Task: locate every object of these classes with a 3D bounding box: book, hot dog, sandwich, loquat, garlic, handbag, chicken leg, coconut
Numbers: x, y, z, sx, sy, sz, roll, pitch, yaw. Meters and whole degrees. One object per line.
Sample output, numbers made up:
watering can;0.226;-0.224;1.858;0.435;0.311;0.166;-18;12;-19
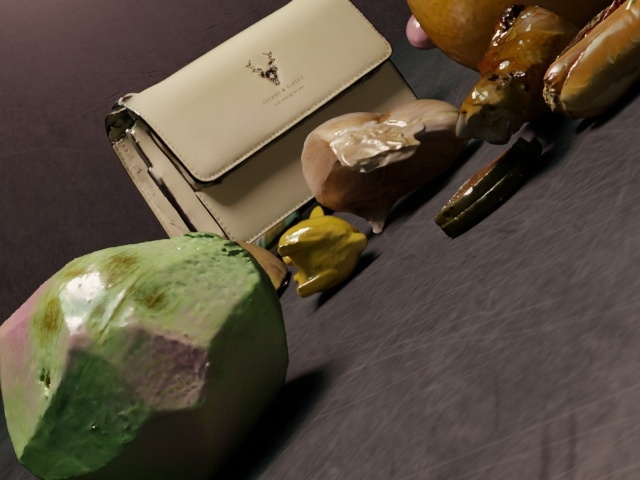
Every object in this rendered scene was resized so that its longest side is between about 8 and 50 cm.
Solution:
book;-0.139;0.066;1.871;0.295;0.020;0.208;-42;8;4
hot dog;0.268;-0.184;1.083;0.236;0.062;0.092;-43;4;-9
sandwich;0.133;-0.044;1.108;0.101;0.026;0.069;-39;10;28
loquat;0.207;-0.294;1.387;0.263;0.263;0.263;-41;8;7
garlic;0.067;-0.086;1.377;0.174;0.099;0.124;-15;41;3
handbag;-0.069;-0.156;1.773;0.358;0.236;0.160;-37;2;-30
chicken leg;0.168;-0.134;1.164;0.251;0.087;0.107;-49;-27;-61
coconut;-0.143;0.102;1.054;0.236;0.236;0.204;-49;-24;-40

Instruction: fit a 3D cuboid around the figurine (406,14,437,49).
figurine;0.197;-0.283;1.613;0.173;0.173;0.173;-41;8;7

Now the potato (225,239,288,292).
potato;-0.151;0.078;1.568;0.239;0.116;0.299;-36;11;13

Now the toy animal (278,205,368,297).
toy animal;0.004;0.000;1.352;0.083;0.070;0.159;-24;10;3

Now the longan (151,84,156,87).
longan;-0.135;-0.138;2.027;0.297;0.297;0.297;-41;8;7
